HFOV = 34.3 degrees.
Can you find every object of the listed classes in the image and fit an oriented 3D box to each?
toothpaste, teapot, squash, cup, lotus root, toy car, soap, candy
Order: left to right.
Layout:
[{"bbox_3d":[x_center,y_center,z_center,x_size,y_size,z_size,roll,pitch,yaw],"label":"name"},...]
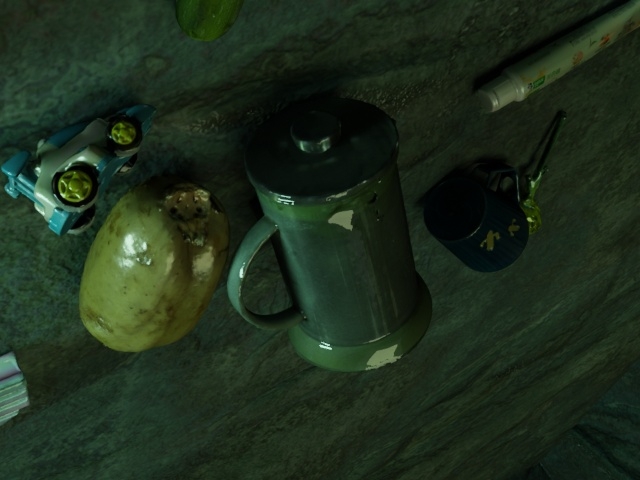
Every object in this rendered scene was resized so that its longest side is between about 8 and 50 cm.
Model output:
[{"bbox_3d":[-0.460,0.214,1.357,0.149,0.056,0.100,-22,149,-23],"label":"soap"},{"bbox_3d":[-0.250,-0.090,1.079,0.161,0.098,0.126,-57,-173,-16],"label":"toy car"},{"bbox_3d":[-0.206,0.043,1.260,0.160,0.146,0.284,12,136,-26],"label":"lotus root"},{"bbox_3d":[-0.087,-0.278,0.955,0.066,0.066,0.229,-15,146,-32],"label":"squash"},{"bbox_3d":[0.000,0.000,1.287,0.270,0.200,0.337,-32,136,-18],"label":"teapot"},{"bbox_3d":[0.254,-0.048,1.658,0.155,0.131,0.177,24,89,-55],"label":"cup"},{"bbox_3d":[0.360,-0.107,1.734,0.077,0.073,0.262,5,134,-12],"label":"candy"},{"bbox_3d":[0.360,-0.271,1.472,0.314,0.058,0.056,-31,109,-14],"label":"toothpaste"}]

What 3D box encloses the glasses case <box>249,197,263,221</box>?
[{"bbox_3d":[-0.004,-0.075,1.405,0.190,0.042,0.072,-34,161,0],"label":"glasses case"}]
